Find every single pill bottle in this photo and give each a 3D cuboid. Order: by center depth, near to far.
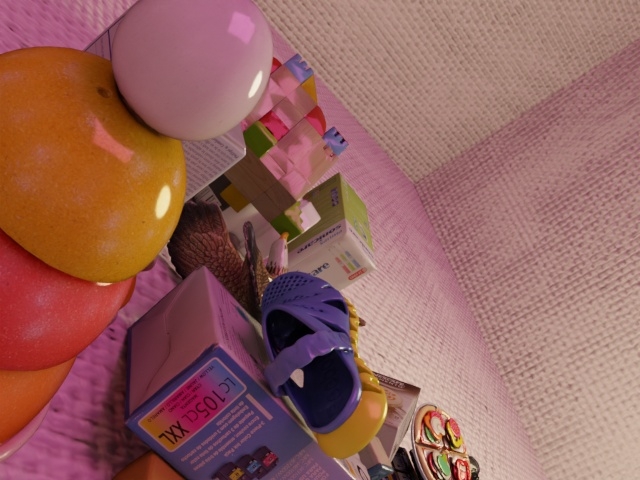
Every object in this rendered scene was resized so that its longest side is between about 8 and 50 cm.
[{"bbox_3d":[-0.168,-0.146,1.432,0.363,0.210,0.210,56,17,-4],"label":"pill bottle"}]

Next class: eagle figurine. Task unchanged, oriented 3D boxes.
[{"bbox_3d":[-0.107,0.074,1.194,0.298,0.226,0.225,31,38,-44],"label":"eagle figurine"}]

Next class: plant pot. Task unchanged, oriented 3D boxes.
[{"bbox_3d":[-0.194,0.287,0.824,0.081,0.081,0.083,50,13,-23],"label":"plant pot"}]

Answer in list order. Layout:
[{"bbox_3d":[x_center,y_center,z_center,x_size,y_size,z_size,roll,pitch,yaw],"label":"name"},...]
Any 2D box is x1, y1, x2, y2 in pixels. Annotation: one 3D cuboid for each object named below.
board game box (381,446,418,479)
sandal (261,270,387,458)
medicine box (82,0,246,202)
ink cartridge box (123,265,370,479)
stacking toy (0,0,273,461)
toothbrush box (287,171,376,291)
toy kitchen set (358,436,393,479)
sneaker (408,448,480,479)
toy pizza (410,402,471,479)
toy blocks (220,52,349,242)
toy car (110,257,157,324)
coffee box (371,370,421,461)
[{"bbox_3d":[0.157,0.497,1.459,0.141,0.048,0.170,38,25,-52],"label":"board game box"},{"bbox_3d":[-0.020,0.119,0.906,0.138,0.126,0.317,45,5,-29],"label":"sandal"},{"bbox_3d":[-0.275,-0.162,1.031,0.149,0.289,0.263,36,27,-43],"label":"medicine box"},{"bbox_3d":[-0.075,0.255,0.982,0.395,0.151,0.270,48,3,-22],"label":"ink cartridge box"},{"bbox_3d":[-0.231,-0.043,0.620,0.350,0.480,0.350,50,18,-23],"label":"stacking toy"},{"bbox_3d":[0.000,0.000,1.641,0.122,0.206,0.283,50,18,-25],"label":"toothbrush box"},{"bbox_3d":[0.079,0.419,1.181,0.207,0.166,0.122,36,26,-50],"label":"toy kitchen set"},{"bbox_3d":[0.276,0.490,1.564,0.283,0.124,0.107,55,12,-61],"label":"sneaker"},{"bbox_3d":[0.252,0.424,1.464,0.201,0.032,0.201,34,41,-36],"label":"toy pizza"},{"bbox_3d":[-0.094,-0.226,1.289,0.381,0.191,0.261,48,49,-9],"label":"toy blocks"},{"bbox_3d":[-0.298,0.010,0.914,0.182,0.136,0.159,93,18,-44],"label":"toy car"},{"bbox_3d":[0.095,0.336,1.381,0.141,0.098,0.246,17,10,14],"label":"coffee box"}]
